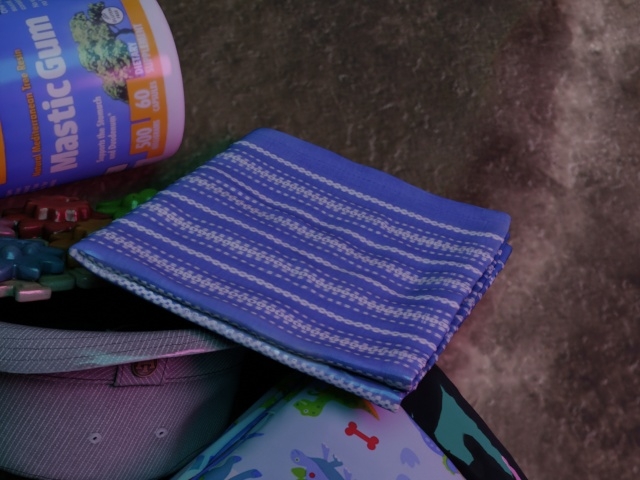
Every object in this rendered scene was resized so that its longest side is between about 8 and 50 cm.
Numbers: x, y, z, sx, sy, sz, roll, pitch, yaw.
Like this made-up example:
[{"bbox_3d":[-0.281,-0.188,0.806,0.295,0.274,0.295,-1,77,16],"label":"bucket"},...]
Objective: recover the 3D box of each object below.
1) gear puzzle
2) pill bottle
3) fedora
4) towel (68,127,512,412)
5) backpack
[{"bbox_3d":[-0.133,-0.011,1.080,0.338,0.044,0.175,-5,18,-36],"label":"gear puzzle"},{"bbox_3d":[-0.255,-0.106,1.115,0.272,0.152,0.152,-16,66,-22],"label":"pill bottle"},{"bbox_3d":[-0.147,0.094,1.015,0.275,0.243,0.124,-6,103,-39],"label":"fedora"},{"bbox_3d":[0.000,0.000,1.049,0.243,0.040,0.336,23,23,11],"label":"towel"},{"bbox_3d":[-0.016,0.242,0.939,0.355,0.273,0.290,-34,79,-17],"label":"backpack"}]
